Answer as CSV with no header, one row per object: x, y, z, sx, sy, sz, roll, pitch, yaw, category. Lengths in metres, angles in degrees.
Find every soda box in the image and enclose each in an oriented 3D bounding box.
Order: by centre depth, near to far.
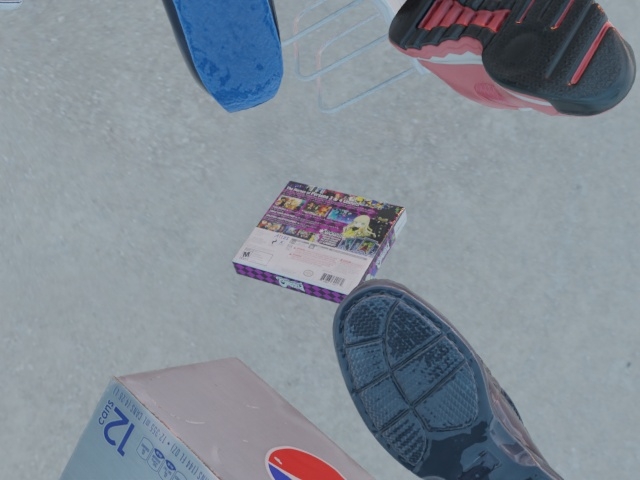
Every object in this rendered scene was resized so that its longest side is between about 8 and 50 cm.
0.012,0.172,0.372,0.098,0.286,0.091,3,120,-60,soda box

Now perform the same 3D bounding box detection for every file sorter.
0.002,-0.338,1.150,0.173,0.192,0.277,-24,132,20,file sorter

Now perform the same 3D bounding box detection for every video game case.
0.000,0.000,1.480,0.210,0.232,0.041,-58,150,-34,video game case

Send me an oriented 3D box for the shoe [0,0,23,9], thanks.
-0.469,-0.351,1.147,0.178,0.063,0.081,-13,151,-43,shoe

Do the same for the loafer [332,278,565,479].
0.114,0.152,0.742,0.109,0.095,0.302,-37,100,10,loafer

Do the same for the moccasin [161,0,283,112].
-0.121,-0.284,0.779,0.138,0.117,0.341,-12,117,-14,moccasin

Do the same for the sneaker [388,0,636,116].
0.208,-0.185,0.889,0.136,0.314,0.116,35,91,-39,sneaker
